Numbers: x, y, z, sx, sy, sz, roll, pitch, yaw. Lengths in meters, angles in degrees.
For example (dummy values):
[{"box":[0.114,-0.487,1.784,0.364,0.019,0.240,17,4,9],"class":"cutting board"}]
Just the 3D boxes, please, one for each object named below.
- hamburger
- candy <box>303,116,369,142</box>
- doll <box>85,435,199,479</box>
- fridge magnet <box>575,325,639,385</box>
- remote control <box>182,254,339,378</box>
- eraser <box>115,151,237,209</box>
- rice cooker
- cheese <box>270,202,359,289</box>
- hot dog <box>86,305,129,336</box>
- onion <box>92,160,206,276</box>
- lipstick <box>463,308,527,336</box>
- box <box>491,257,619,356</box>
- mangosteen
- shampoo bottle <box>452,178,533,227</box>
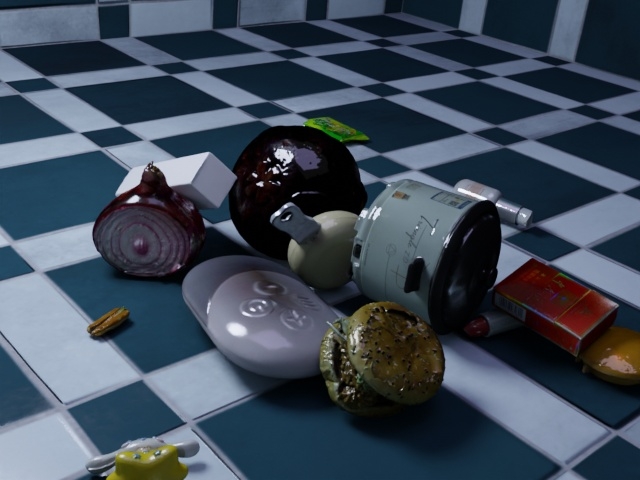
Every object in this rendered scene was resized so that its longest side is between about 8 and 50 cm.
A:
[{"box":[0.087,0.167,1.138,0.185,0.113,0.177,39,49,-14],"class":"hamburger"},{"box":[0.042,-0.308,2.194,0.102,0.032,0.178,-18,35,-38],"class":"candy"},{"box":[-0.212,0.279,0.986,0.135,0.071,0.113,-10,12,-40],"class":"doll"},{"box":[0.488,0.187,1.283,0.143,0.063,0.143,3,26,-2],"class":"fridge magnet"},{"box":[-0.093,0.116,1.266,0.221,0.103,0.332,-1,25,-33],"class":"remote control"},{"box":[-0.289,-0.106,1.534,0.298,0.078,0.076,-2,53,49],"class":"eraser"},{"box":[0.194,0.027,1.343,0.227,0.241,0.280,21,20,30],"class":"rice cooker"},{"box":[-0.016,0.012,1.366,0.249,0.163,0.071,10,38,-44],"class":"cheese"},{"box":[-0.343,0.134,1.275,0.037,0.021,0.083,10,26,31],"class":"hot dog"},{"box":[-0.304,-0.049,1.421,0.195,0.218,0.140,10,26,7],"class":"onion"},{"box":[0.325,0.134,1.366,0.186,0.063,0.057,-13,0,-20],"class":"lipstick"},{"box":[0.388,0.107,1.308,0.112,0.048,0.175,-32,46,-30],"class":"box"},{"box":[-0.036,-0.082,1.529,0.287,0.287,0.233,-2,38,-15],"class":"mangosteen"},{"box":[0.391,-0.080,1.772,0.192,0.074,0.074,23,32,32],"class":"shampoo bottle"}]
